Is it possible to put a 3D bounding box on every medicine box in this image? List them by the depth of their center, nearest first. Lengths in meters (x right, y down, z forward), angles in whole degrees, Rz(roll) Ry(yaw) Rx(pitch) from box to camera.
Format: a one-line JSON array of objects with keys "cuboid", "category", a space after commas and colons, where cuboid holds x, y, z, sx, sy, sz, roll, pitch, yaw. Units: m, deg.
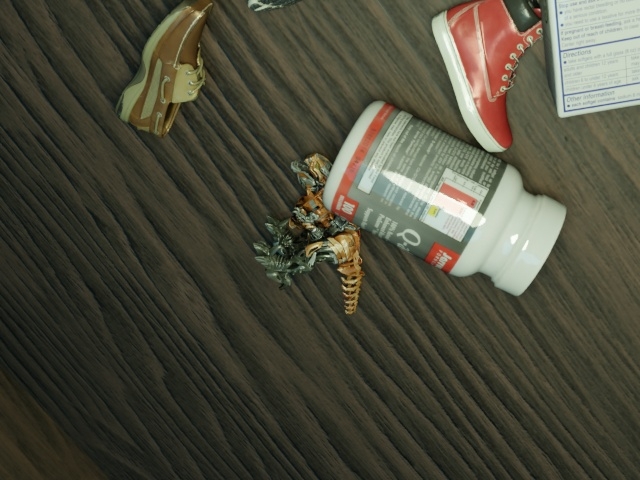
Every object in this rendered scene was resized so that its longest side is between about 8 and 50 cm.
[{"cuboid": [0.428, -0.337, 0.971, 0.264, 0.149, 0.289, -7, 116, 14], "category": "medicine box"}]

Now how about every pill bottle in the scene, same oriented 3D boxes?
[{"cuboid": [0.204, -0.066, 1.231, 0.363, 0.210, 0.210, 28, 127, 7], "category": "pill bottle"}]

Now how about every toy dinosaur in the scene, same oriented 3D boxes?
[{"cuboid": [0.000, 0.000, 1.413, 0.218, 0.164, 0.322, -16, 91, 14], "category": "toy dinosaur"}]

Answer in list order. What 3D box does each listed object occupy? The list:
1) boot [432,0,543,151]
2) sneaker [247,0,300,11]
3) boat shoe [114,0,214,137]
[{"cuboid": [0.297, -0.266, 1.147, 0.176, 0.088, 0.244, -15, 109, 29], "category": "boot"}, {"cuboid": [-0.025, -0.473, 1.173, 0.275, 0.107, 0.110, -39, 79, 32], "category": "sneaker"}, {"cuboid": [-0.267, -0.313, 1.362, 0.120, 0.122, 0.324, 38, 136, -8], "category": "boat shoe"}]
